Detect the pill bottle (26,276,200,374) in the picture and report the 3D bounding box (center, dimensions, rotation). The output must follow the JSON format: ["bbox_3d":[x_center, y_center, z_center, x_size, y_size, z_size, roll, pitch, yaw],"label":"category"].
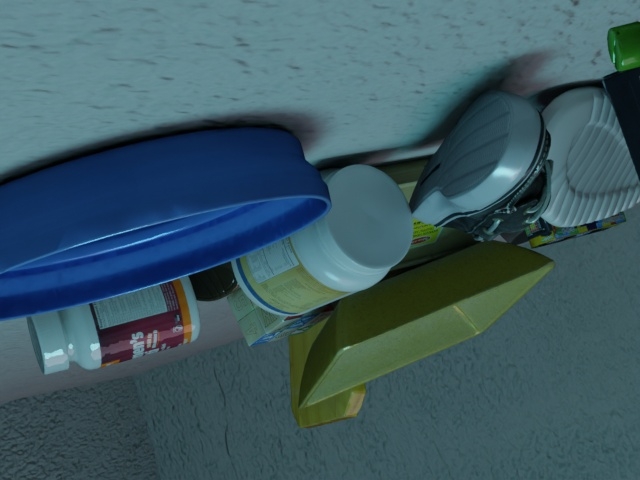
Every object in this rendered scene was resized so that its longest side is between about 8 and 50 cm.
[{"bbox_3d":[-0.290,0.111,1.626,0.221,0.121,0.121,-15,173,-20],"label":"pill bottle"}]

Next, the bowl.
[{"bbox_3d":[-0.184,-0.012,1.104,0.391,0.077,0.391,-17,174,-2],"label":"bowl"}]

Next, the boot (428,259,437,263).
[{"bbox_3d":[0.089,0.047,1.867,0.262,0.095,0.203,-18,-162,-30],"label":"boot"}]

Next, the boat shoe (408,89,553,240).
[{"bbox_3d":[0.189,-0.070,1.218,0.119,0.121,0.335,20,172,-5],"label":"boat shoe"}]

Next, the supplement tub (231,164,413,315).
[{"bbox_3d":[0.000,0.000,1.353,0.144,0.144,0.200,-12,171,-37],"label":"supplement tub"}]

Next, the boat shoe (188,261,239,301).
[{"bbox_3d":[-0.178,0.053,1.731,0.190,0.068,0.072,-10,-169,35],"label":"boat shoe"}]

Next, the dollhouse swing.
[{"bbox_3d":[0.096,0.154,2.156,0.315,0.304,0.347,-13,171,-26],"label":"dollhouse swing"}]

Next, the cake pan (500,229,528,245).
[{"bbox_3d":[0.394,-0.078,1.821,0.293,0.054,0.293,-28,169,-6],"label":"cake pan"}]

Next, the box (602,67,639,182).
[{"bbox_3d":[0.418,-0.132,1.275,0.158,0.156,0.093,-21,173,30],"label":"box"}]

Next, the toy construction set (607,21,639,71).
[{"bbox_3d":[0.335,-0.153,0.809,0.237,0.257,0.309,-5,153,4],"label":"toy construction set"}]

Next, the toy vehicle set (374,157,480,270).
[{"bbox_3d":[0.133,-0.036,1.513,0.267,0.035,0.166,-12,140,-37],"label":"toy vehicle set"}]

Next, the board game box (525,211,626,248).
[{"bbox_3d":[0.335,-0.073,1.603,0.170,0.141,0.048,-11,169,-42],"label":"board game box"}]

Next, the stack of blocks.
[{"bbox_3d":[0.022,0.042,1.717,0.171,0.087,0.297,-8,156,-50],"label":"stack of blocks"}]

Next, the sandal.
[{"bbox_3d":[0.320,-0.104,1.441,0.102,0.169,0.416,27,-169,30],"label":"sandal"}]

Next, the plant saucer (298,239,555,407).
[{"bbox_3d":[0.126,0.109,1.654,0.333,0.081,0.333,-21,164,-18],"label":"plant saucer"}]

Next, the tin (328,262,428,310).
[{"bbox_3d":[0.082,0.066,1.660,0.106,0.040,0.189,-12,160,-31],"label":"tin"}]
